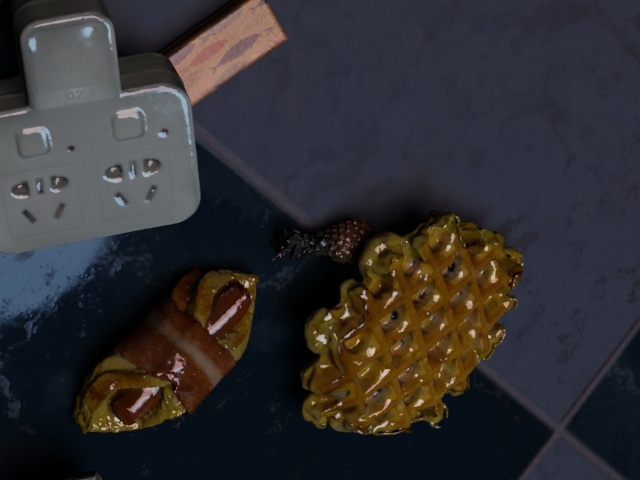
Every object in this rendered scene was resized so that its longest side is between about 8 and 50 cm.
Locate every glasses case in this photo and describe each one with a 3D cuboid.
[{"bbox_3d":[-0.122,-0.197,1.835,0.170,0.041,0.064,-37,115,-13],"label":"glasses case"}]

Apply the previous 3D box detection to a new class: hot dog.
[{"bbox_3d":[-0.160,0.131,1.911,0.261,0.093,0.123,-48,126,-6],"label":"hot dog"}]

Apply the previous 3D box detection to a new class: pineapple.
[{"bbox_3d":[0.000,0.000,1.985,0.124,0.058,0.058,2,108,-23],"label":"pineapple"}]

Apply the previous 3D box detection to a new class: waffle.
[{"bbox_3d":[0.112,0.104,2.053,0.325,0.068,0.302,7,113,-47],"label":"waffle"}]

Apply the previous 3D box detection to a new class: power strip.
[{"bbox_3d":[-0.253,-0.138,1.738,0.229,0.141,0.261,-12,124,-12],"label":"power strip"}]

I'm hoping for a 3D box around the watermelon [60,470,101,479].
[{"bbox_3d":[-0.302,0.407,1.916,0.188,0.175,0.322,-6,96,-5],"label":"watermelon"}]
